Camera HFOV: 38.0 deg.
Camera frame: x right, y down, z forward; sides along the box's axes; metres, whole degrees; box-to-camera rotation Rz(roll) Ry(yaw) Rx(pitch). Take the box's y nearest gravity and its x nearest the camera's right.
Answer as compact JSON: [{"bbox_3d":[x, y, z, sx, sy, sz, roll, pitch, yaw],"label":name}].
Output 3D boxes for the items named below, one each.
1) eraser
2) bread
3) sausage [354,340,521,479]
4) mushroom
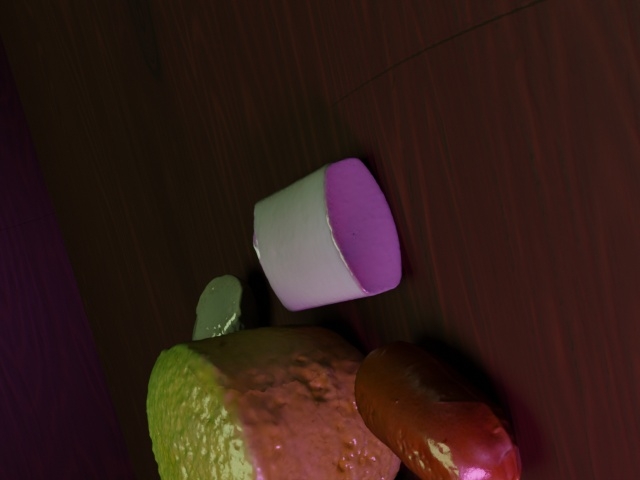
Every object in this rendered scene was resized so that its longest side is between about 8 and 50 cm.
[{"bbox_3d":[0.000,0.000,1.260,0.270,0.094,0.174,-21,89,66],"label":"eraser"},{"bbox_3d":[-0.068,0.289,1.353,0.348,0.307,0.348,34,130,53],"label":"bread"},{"bbox_3d":[0.131,0.208,1.099,0.258,0.133,0.133,37,139,53],"label":"sausage"},{"bbox_3d":[-0.177,0.182,1.738,0.128,0.128,0.350,59,158,24],"label":"mushroom"}]
